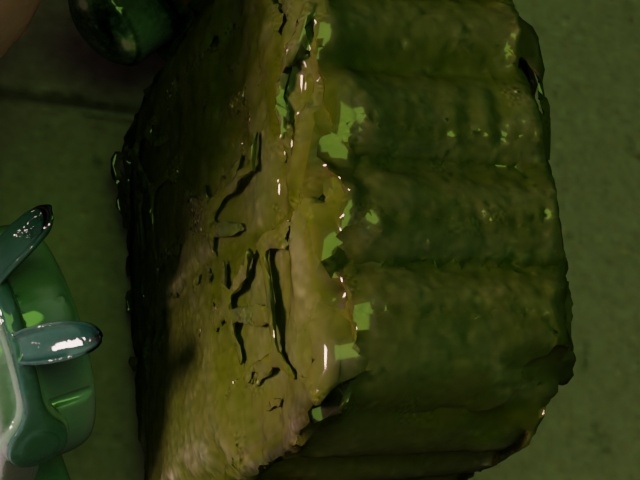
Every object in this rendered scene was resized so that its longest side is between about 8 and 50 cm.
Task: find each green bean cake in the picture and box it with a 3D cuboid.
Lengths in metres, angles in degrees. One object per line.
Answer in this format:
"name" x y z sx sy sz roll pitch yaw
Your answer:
"green bean cake" 0.000 0.000 0.688 0.113 0.214 0.200 3 69 -22

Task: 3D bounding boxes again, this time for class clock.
"clock" -0.114 0.039 0.679 0.041 0.135 0.101 -16 76 -22

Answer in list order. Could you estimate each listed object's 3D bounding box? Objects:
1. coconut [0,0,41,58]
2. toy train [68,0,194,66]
"coconut" -0.227 -0.146 0.643 0.297 0.297 0.309 38 69 0
"toy train" 0.013 -0.183 0.783 0.116 0.177 0.285 47 63 3
